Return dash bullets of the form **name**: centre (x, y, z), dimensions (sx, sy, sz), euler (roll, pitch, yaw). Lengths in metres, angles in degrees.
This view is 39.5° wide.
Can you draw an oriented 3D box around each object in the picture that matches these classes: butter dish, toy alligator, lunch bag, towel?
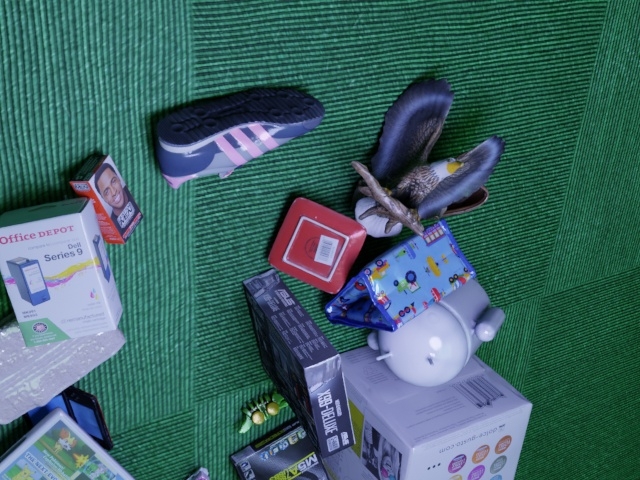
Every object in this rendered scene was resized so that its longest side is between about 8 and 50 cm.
- **butter dish**: centre (0.000, 0.000, 1.777), dimensions (0.160, 0.118, 0.160), euler (25, 108, 2)
- **toy alligator**: centre (-0.109, 0.354, 1.952), dimensions (0.190, 0.056, 0.051), euler (-30, 89, -18)
- **lunch bag**: centre (0.138, 0.088, 1.836), dimensions (0.221, 0.293, 0.138), euler (-31, 92, -23)
- **towel**: centre (-0.502, 0.198, 1.575), dimensions (0.282, 0.049, 0.187), euler (-35, 131, -13)

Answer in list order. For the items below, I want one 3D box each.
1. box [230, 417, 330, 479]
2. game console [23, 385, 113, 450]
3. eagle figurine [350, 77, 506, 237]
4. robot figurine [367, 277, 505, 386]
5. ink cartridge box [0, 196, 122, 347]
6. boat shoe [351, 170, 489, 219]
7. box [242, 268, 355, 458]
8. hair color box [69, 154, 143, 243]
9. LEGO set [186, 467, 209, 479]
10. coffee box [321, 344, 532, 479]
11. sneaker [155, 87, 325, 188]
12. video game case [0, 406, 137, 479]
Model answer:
- **box**: centre (-0.089, 0.522, 2.027), dimensions (0.191, 0.045, 0.184), euler (-27, 114, -18)
- **game console**: centre (-0.472, 0.348, 1.667), dimensions (0.085, 0.124, 0.144), euler (-46, 140, -41)
- **eagle figurine**: centre (0.205, -0.140, 1.734), dimensions (0.298, 0.225, 0.226), euler (-54, 147, -37)
- **robot figurine**: centre (0.252, 0.190, 1.946), dimensions (0.353, 0.300, 0.199), euler (-34, 108, -55)
- **ink cartridge box**: centre (-0.427, 0.051, 1.449), dimensions (0.154, 0.093, 0.212), euler (-11, 109, 0)
- **boat shoe**: centre (0.216, -0.099, 1.861), dimensions (0.325, 0.116, 0.123), euler (-13, 123, -29)
- **box**: centre (-0.046, 0.236, 1.748), dimensions (0.077, 0.307, 0.242), euler (-21, 126, -16)
- **hair color box**: centre (-0.358, -0.068, 1.501), dimensions (0.072, 0.043, 0.141), euler (-65, 145, -39)
- **LEGO set**: centre (-0.193, 0.625, 1.949), dimensions (0.287, 0.107, 0.132), euler (36, 110, -17)
- **coffee box**: centre (0.223, 0.450, 2.046), dimensions (0.338, 0.338, 0.334), euler (-12, 123, -30)
- **sneaker**: centre (-0.143, -0.181, 1.582), dimensions (0.319, 0.112, 0.131), euler (-15, 141, -25)
- **video game case**: centre (-0.493, 0.517, 1.655), dimensions (0.300, 0.036, 0.329), euler (-43, 116, -12)
